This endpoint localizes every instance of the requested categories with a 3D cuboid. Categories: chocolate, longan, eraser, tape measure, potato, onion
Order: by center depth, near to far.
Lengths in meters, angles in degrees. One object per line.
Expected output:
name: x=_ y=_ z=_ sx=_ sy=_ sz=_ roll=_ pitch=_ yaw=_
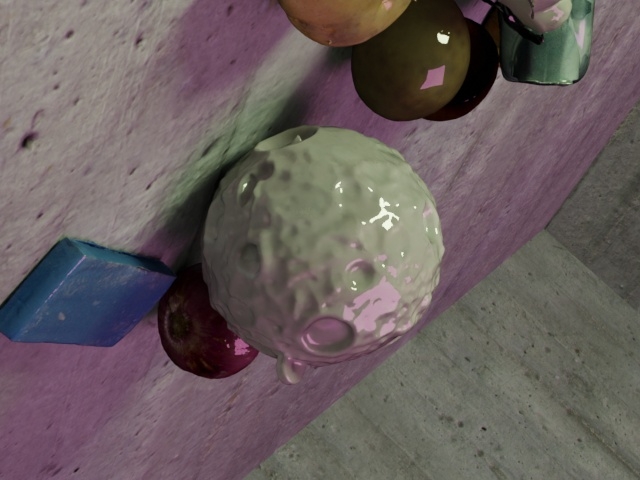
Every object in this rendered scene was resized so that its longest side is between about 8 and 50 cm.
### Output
potato: x=0.031 y=-0.293 z=1.279 sx=0.161 sy=0.128 sz=0.235 roll=-53 pitch=159 yaw=-2
eraser: x=-0.295 y=0.075 z=1.510 sx=0.144 sy=0.042 sz=0.312 roll=-48 pitch=165 yaw=4
longan: x=0.128 y=-0.258 z=1.585 sx=0.185 sy=0.159 sz=0.204 roll=-60 pitch=177 yaw=36
tape measure: x=0.338 y=-0.361 z=1.741 sx=0.275 sy=0.147 sz=0.256 roll=-48 pitch=142 yaw=-73
onion: x=-0.162 y=0.120 z=1.743 sx=0.153 sy=0.177 sz=0.177 roll=-5 pitch=146 yaw=-24
chocolate: x=0.184 y=-0.262 z=1.766 sx=0.177 sy=0.177 sz=0.177 roll=-42 pitch=165 yaw=-14

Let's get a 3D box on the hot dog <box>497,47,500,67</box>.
hot dog: x=0.298 y=-0.318 z=2.006 sx=0.137 sy=0.028 sz=0.044 roll=6 pitch=169 yaw=-19

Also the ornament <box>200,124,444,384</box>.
ornament: x=0.000 y=0.000 z=1.584 sx=0.337 sy=0.337 sz=0.337 roll=-42 pitch=165 yaw=-14

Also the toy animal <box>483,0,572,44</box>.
toy animal: x=0.317 y=-0.468 z=1.511 sx=0.357 sy=0.194 sz=0.258 roll=-53 pitch=144 yaw=-2

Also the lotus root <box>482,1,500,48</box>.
lotus root: x=0.360 y=-0.385 z=2.046 sx=0.183 sy=0.078 sz=0.203 roll=-41 pitch=166 yaw=-17
